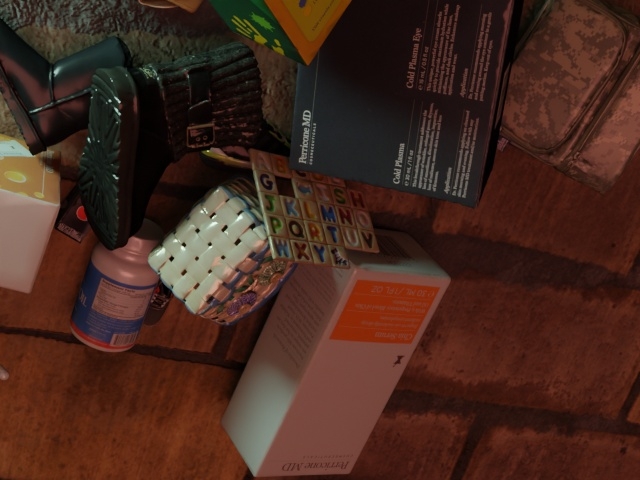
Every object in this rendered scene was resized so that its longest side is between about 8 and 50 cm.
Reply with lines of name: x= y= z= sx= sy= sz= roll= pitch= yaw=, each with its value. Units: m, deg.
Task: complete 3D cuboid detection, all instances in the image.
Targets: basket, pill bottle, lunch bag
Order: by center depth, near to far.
basket: x=-0.146 y=0.021 z=1.887 sx=0.201 sy=0.289 sz=0.255 roll=46 pitch=103 yaw=5
lunch bag: x=0.431 y=-0.262 z=1.893 sx=0.256 sy=0.212 sz=0.305 roll=29 pitch=108 yaw=-7
pill bottle: x=-0.345 y=0.070 z=1.940 sx=0.124 sy=0.124 sz=0.221 roll=15 pitch=113 yaw=-19

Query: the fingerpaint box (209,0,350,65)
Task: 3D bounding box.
fingerpaint box: x=-0.019 y=-0.525 z=1.491 sx=0.445 sy=0.163 sz=0.371 roll=-57 pitch=151 yaw=-8

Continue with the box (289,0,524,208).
box: x=0.135 y=-0.264 z=1.768 sx=0.312 sy=0.179 sz=0.343 roll=13 pitch=117 yaw=11

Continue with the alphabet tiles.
alphabet tiles: x=-0.004 y=-0.045 z=1.829 sx=0.237 sy=0.198 sz=0.009 roll=9 pitch=147 yaw=-40

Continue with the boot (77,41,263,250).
boot: x=-0.232 y=-0.145 z=1.790 sx=0.260 sy=0.131 sz=0.348 roll=-16 pitch=141 yaw=-34

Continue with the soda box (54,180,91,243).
soda box: x=-0.379 y=-0.082 z=1.887 sx=0.053 sy=0.060 sz=0.169 roll=33 pitch=106 yaw=-27

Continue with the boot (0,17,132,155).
boot: x=-0.406 y=-0.278 z=1.761 sx=0.207 sy=0.094 sz=0.246 roll=-26 pitch=106 yaw=-10

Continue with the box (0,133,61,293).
box: x=-0.595 y=-0.076 z=1.753 sx=0.345 sy=0.215 sz=0.168 roll=16 pitch=113 yaw=-20

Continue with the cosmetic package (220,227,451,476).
cosmetic package: x=0.020 y=0.203 z=2.032 sx=0.230 sy=0.161 sz=0.453 roll=6 pitch=119 yaw=-37

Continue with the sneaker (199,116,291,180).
sneaker: x=-0.091 y=-0.163 z=1.893 sx=0.234 sy=0.084 sz=0.097 roll=4 pitch=114 yaw=-15

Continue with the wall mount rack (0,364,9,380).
wall mount rack: x=-0.713 y=0.218 z=1.886 sx=0.304 sy=0.130 sz=0.350 roll=36 pitch=89 yaw=-22

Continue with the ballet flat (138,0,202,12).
ballet flat: x=-0.287 y=-0.399 z=1.731 sx=0.232 sy=0.080 sz=0.073 roll=12 pitch=130 yaw=-16

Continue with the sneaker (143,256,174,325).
sneaker: x=-0.287 y=0.091 z=1.996 sx=0.061 sy=0.065 sz=0.158 roll=14 pitch=114 yaw=-19
